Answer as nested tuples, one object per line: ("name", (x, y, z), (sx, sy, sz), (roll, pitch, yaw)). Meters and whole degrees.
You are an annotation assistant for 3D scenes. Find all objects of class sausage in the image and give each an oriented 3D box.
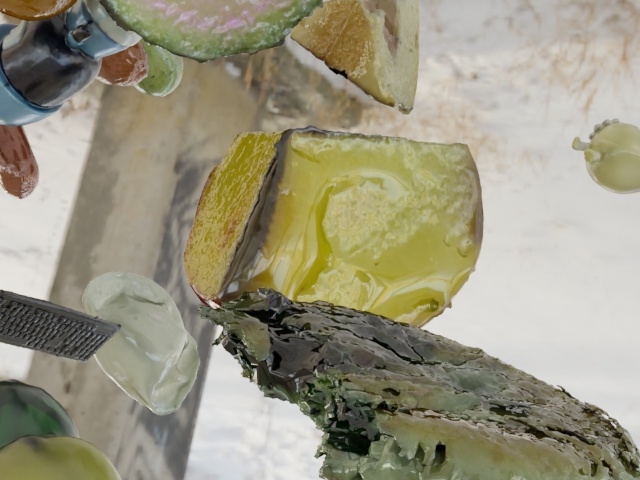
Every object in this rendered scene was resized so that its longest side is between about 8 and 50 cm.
("sausage", (-0.404, -0.353, 1.877), (0.259, 0.113, 0.113), (34, 171, 26))
("sausage", (-0.497, -0.150, 1.696), (0.077, 0.194, 0.077), (-21, 153, -12))

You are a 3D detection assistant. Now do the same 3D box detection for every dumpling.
("dumpling", (-0.287, 0.153, 1.762), (0.131, 0.179, 0.252), (-27, 103, 44))

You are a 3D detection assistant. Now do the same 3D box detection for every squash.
("squash", (-0.117, -0.377, 1.285), (0.311, 0.310, 0.309), (12, -167, -2))
("squash", (-0.345, -0.408, 2.004), (0.119, 0.118, 0.370), (5, 147, 16))

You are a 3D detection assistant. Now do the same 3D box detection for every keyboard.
("keyboard", (-0.369, 0.118, 1.457), (0.087, 0.017, 0.250), (-42, 151, 10))

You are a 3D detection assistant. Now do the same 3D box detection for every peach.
("peach", (0.000, 0.000, 1.386), (0.381, 0.306, 0.242), (-4, 179, -32))

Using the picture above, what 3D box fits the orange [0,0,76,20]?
("orange", (-0.362, -0.351, 1.329), (0.156, 0.156, 0.124), (14, 178, -8))

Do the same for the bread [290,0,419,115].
("bread", (0.054, -0.328, 1.908), (0.211, 0.223, 0.184), (-5, 179, 28))

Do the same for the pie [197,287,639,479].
("pie", (0.082, 0.123, 0.769), (0.297, 0.078, 0.371), (14, -170, -33))

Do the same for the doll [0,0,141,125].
("doll", (-0.372, -0.258, 1.472), (0.314, 0.177, 0.141), (-31, 105, 19))

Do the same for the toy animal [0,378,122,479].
("toy animal", (-0.326, 0.290, 1.217), (0.216, 0.338, 0.191), (-9, 136, -45))

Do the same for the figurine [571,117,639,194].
("figurine", (0.593, -0.084, 1.737), (0.395, 0.274, 0.226), (14, -157, -9))
